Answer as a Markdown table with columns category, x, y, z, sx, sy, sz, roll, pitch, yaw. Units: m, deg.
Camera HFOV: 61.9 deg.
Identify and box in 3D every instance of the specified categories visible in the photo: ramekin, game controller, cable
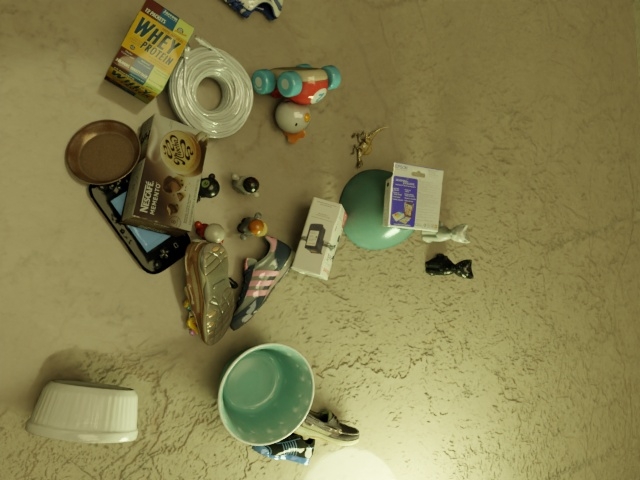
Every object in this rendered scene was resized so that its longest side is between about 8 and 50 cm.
| category | x | y | z | sx | sy | sz | roll | pitch | yaw |
| --- | --- | --- | --- | --- | --- | --- | --- | --- | --- |
| ramekin | -0.610 | 0.442 | 1.399 | 0.273 | 0.273 | 0.127 | 15 | 74 | -28 |
| game controller | -0.508 | -0.064 | 1.523 | 0.167 | 0.067 | 0.319 | -37 | 110 | -21 |
| cable | -0.323 | -0.432 | 1.567 | 0.257 | 0.089 | 0.256 | 20 | 87 | -38 |

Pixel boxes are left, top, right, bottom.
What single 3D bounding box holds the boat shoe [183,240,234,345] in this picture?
| category | x | y | z | sx | sy | sz | roll | pitch | yaw |
| --- | --- | --- | --- | --- | --- | --- | --- | --- | --- |
| boat shoe | -0.333 | 0.149 | 1.561 | 0.123 | 0.117 | 0.323 | -23 | 121 | -53 |

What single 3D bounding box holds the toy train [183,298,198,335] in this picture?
| category | x | y | z | sx | sy | sz | roll | pitch | yaw |
| --- | --- | --- | --- | --- | --- | --- | --- | --- | --- |
| toy train | -0.359 | 0.226 | 1.635 | 0.125 | 0.046 | 0.166 | -19 | 98 | -38 |

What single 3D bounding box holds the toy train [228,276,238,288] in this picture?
| category | x | y | z | sx | sy | sz | roll | pitch | yaw |
| --- | --- | --- | --- | --- | --- | --- | --- | --- | --- |
| toy train | -0.315 | 0.099 | 1.651 | 0.158 | 0.036 | 0.027 | 43 | 74 | -23 |

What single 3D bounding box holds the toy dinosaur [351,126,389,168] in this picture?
| category | x | y | z | sx | sy | sz | roll | pitch | yaw |
| --- | --- | --- | --- | --- | --- | --- | --- | --- | --- |
| toy dinosaur | 0.158 | -0.346 | 1.874 | 0.093 | 0.053 | 0.183 | 36 | 84 | -41 |

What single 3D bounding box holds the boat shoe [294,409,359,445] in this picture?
| category | x | y | z | sx | sy | sz | roll | pitch | yaw |
| --- | --- | --- | --- | --- | --- | --- | --- | --- | --- |
| boat shoe | 0.019 | 0.628 | 1.824 | 0.286 | 0.103 | 0.092 | 20 | 89 | -21 |

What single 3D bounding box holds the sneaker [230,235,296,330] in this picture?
| category | x | y | z | sx | sy | sz | roll | pitch | yaw |
| --- | --- | --- | --- | --- | --- | --- | --- | --- | --- |
| sneaker | -0.212 | 0.128 | 1.677 | 0.131 | 0.112 | 0.319 | 40 | 68 | -14 |

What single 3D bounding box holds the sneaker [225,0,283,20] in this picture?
| category | x | y | z | sx | sy | sz | roll | pitch | yaw |
| --- | --- | --- | --- | --- | --- | --- | --- | --- | --- |
| sneaker | -0.243 | -0.742 | 1.596 | 0.297 | 0.112 | 0.130 | -1 | 94 | -27 |

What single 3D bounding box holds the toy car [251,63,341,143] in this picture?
| category | x | y | z | sx | sy | sz | roll | pitch | yaw |
| --- | --- | --- | --- | --- | --- | --- | --- | --- | --- |
| toy car | -0.070 | -0.417 | 1.667 | 0.219 | 0.210 | 0.237 | -27 | 124 | -43 |

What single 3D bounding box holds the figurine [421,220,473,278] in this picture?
| category | x | y | z | sx | sy | sz | roll | pitch | yaw |
| --- | --- | --- | --- | --- | --- | --- | --- | --- | --- |
| figurine | 0.478 | 0.033 | 1.965 | 0.093 | 0.209 | 0.214 | -11 | 98 | -27 |

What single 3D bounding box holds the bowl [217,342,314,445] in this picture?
| category | x | y | z | sx | sy | sz | roll | pitch | yaw |
| --- | --- | --- | --- | --- | --- | --- | --- | --- | --- |
| bowl | -0.192 | 0.457 | 1.666 | 0.312 | 0.163 | 0.311 | -1 | 93 | -28 |

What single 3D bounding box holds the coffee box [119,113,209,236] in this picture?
| category | x | y | z | sx | sy | sz | roll | pitch | yaw |
| --- | --- | --- | --- | --- | --- | --- | --- | --- | --- |
| coffee box | -0.432 | -0.175 | 1.489 | 0.168 | 0.119 | 0.296 | 18 | 74 | -34 |

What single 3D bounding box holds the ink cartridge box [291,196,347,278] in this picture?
| category | x | y | z | sx | sy | sz | roll | pitch | yaw |
| --- | --- | --- | --- | --- | --- | --- | --- | --- | --- |
| ink cartridge box | 0.000 | 0.000 | 1.724 | 0.100 | 0.172 | 0.237 | 16 | 84 | 11 |

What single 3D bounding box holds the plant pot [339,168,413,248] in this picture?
| category | x | y | z | sx | sy | sz | roll | pitch | yaw |
| --- | --- | --- | --- | --- | --- | --- | --- | --- | --- |
| plant pot | 0.235 | -0.105 | 1.838 | 0.291 | 0.195 | 0.289 | -2 | 94 | -27 |

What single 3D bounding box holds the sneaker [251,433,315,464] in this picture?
| category | x | y | z | sx | sy | sz | roll | pitch | yaw |
| --- | --- | --- | --- | --- | --- | --- | --- | --- | --- |
| sneaker | -0.118 | 0.675 | 1.770 | 0.232 | 0.081 | 0.090 | 26 | 78 | -33 |

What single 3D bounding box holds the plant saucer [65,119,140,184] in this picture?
| category | x | y | z | sx | sy | sz | roll | pitch | yaw |
| --- | --- | --- | --- | --- | --- | --- | --- | --- | --- |
| plant saucer | -0.584 | -0.234 | 1.449 | 0.199 | 0.036 | 0.198 | 1 | 70 | -2 |

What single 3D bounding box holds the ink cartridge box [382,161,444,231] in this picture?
| category | x | y | z | sx | sy | sz | roll | pitch | yaw |
| --- | --- | --- | --- | --- | --- | --- | --- | --- | --- |
| ink cartridge box | 0.302 | -0.139 | 1.734 | 0.207 | 0.045 | 0.208 | 5 | 92 | -28 |

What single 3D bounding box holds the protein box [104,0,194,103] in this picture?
| category | x | y | z | sx | sy | sz | roll | pitch | yaw |
| --- | --- | --- | --- | --- | --- | --- | --- | --- | --- |
| protein box | -0.465 | -0.503 | 1.442 | 0.136 | 0.201 | 0.199 | 28 | 80 | -26 |

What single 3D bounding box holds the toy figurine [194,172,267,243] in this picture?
| category | x | y | z | sx | sy | sz | roll | pitch | yaw |
| --- | --- | --- | --- | --- | --- | --- | --- | --- | --- |
| toy figurine | -0.274 | -0.097 | 1.598 | 0.210 | 0.148 | 0.212 | -7 | 96 | -27 |
